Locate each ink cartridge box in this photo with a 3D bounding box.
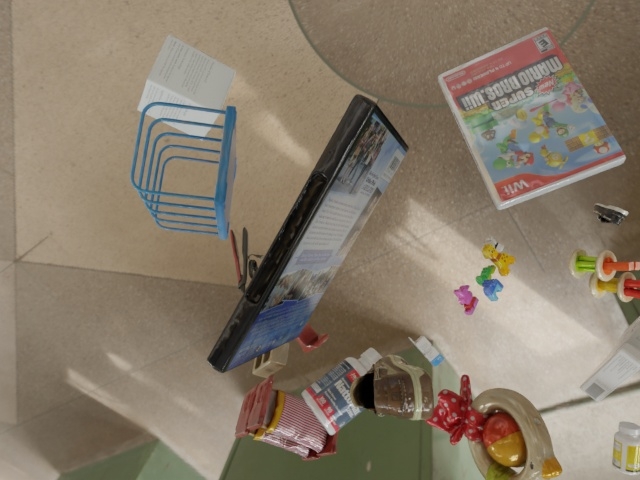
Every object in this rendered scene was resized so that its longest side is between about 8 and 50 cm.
[{"bbox_3d":[0.237,0.241,1.108,0.028,0.048,0.083,-41,80,-3],"label":"ink cartridge box"},{"bbox_3d":[0.844,0.283,1.324,0.066,0.261,0.296,41,159,28],"label":"ink cartridge box"}]

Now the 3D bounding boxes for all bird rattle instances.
[{"bbox_3d":[0.295,0.330,0.812,0.143,0.253,0.206,11,136,-19],"label":"bird rattle"}]

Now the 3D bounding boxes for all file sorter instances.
[{"bbox_3d":[-0.163,-0.082,0.620,0.105,0.118,0.170,7,166,-8],"label":"file sorter"}]

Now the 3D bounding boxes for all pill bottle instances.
[{"bbox_3d":[0.061,0.312,1.043,0.180,0.108,0.107,-35,113,-14],"label":"pill bottle"},{"bbox_3d":[0.783,0.527,1.255,0.065,0.065,0.116,2,96,12],"label":"pill bottle"}]

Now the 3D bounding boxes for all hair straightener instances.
[{"bbox_3d":[-0.210,0.059,1.442,0.089,0.230,0.047,-13,148,1],"label":"hair straightener"}]

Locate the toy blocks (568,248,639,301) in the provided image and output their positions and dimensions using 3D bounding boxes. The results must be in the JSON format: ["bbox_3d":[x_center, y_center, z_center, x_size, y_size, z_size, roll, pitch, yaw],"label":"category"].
[{"bbox_3d":[0.510,0.061,0.814,0.123,0.054,0.148,37,165,-24],"label":"toy blocks"}]

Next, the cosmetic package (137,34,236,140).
[{"bbox_3d":[-0.340,-0.382,1.253,0.184,0.151,0.151,24,154,-22],"label":"cosmetic package"}]

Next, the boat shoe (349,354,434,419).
[{"bbox_3d":[0.092,0.226,0.770,0.095,0.095,0.257,-1,165,-6],"label":"boat shoe"}]

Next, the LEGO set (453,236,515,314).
[{"bbox_3d":[0.412,0.066,1.228,0.093,0.227,0.087,44,152,-18],"label":"LEGO set"}]

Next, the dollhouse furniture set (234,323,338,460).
[{"bbox_3d":[-0.056,0.321,1.219,0.201,0.373,0.152,25,139,-18],"label":"dollhouse furniture set"}]

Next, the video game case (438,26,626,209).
[{"bbox_3d":[0.347,-0.214,0.845,0.204,0.285,0.025,-22,157,13],"label":"video game case"}]

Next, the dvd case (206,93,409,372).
[{"bbox_3d":[0.000,0.000,0.471,0.022,0.180,0.252,33,99,16],"label":"dvd case"}]

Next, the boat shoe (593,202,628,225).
[{"bbox_3d":[0.649,-0.057,1.116,0.046,0.125,0.038,27,99,-2],"label":"boat shoe"}]
